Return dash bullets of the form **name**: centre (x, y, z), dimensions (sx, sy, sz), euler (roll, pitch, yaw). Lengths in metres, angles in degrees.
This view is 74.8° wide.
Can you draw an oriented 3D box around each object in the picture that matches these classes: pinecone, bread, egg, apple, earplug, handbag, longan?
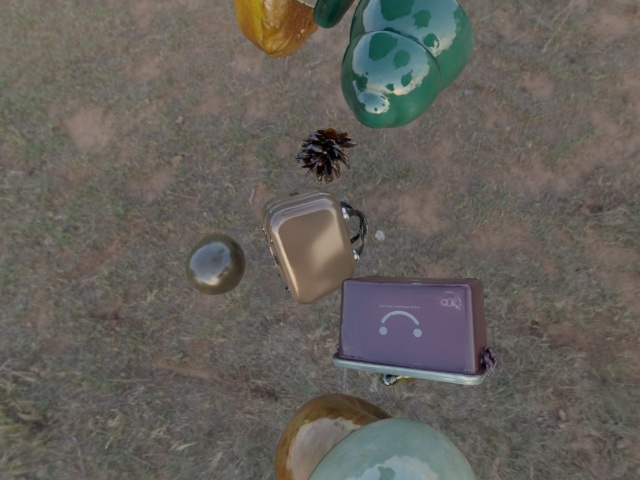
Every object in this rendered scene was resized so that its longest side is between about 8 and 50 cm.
- **pinecone**: centre (0.017, -0.309, 1.540), dimensions (0.202, 0.229, 0.202), euler (33, 73, -11)
- **bread**: centre (-0.092, -0.452, 0.861), dimensions (0.129, 0.260, 0.134), euler (30, 114, 9)
- **egg**: centre (0.091, 0.460, 0.656), dimensions (0.278, 0.279, 0.336), euler (37, 48, 20)
- **apple**: centre (0.076, 0.590, 1.064), dimensions (0.399, 0.400, 0.334), euler (19, 83, 16)
- **earplug**: centre (0.076, -0.280, 0.565), dimensions (0.257, 0.164, 0.281), euler (15, 71, 13)
- **handbag**: centre (0.000, 0.000, 1.157), dimensions (0.282, 0.302, 0.149), euler (-22, 27, -8)
- **longan**: centre (-0.287, 0.064, 1.150), dimensions (0.167, 0.168, 0.187), euler (-24, 43, 0)

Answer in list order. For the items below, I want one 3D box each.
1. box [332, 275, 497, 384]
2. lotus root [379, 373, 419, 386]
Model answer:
- **box**: centre (0.177, 0.155, 0.803), dimensions (0.293, 0.193, 0.168), euler (-1, 86, 28)
- **lotus root**: centre (0.217, 0.273, 1.000), dimensions (0.192, 0.088, 0.113), euler (-42, 87, -8)
